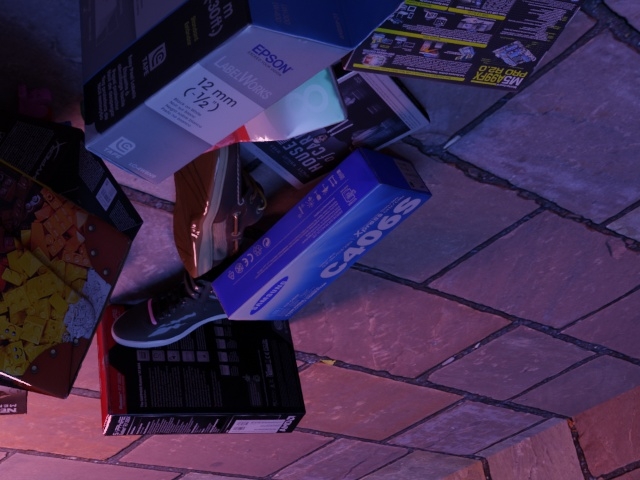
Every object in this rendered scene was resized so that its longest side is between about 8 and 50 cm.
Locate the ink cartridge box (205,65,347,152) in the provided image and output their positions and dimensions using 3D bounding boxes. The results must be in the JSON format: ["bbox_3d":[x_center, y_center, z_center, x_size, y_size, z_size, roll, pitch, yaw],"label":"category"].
[{"bbox_3d":[-0.099,-0.205,1.147,0.224,0.056,0.181,-18,115,8],"label":"ink cartridge box"}]

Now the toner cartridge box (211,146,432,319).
[{"bbox_3d":[0.000,0.000,1.465,0.348,0.075,0.165,-42,153,25],"label":"toner cartridge box"}]

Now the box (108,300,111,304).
[{"bbox_3d":[-0.510,0.093,1.494,0.201,0.057,0.293,-30,153,13],"label":"box"}]

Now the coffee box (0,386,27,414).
[{"bbox_3d":[-0.686,0.239,1.672,0.297,0.119,0.168,1,145,-18],"label":"coffee box"}]

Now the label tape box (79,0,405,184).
[{"bbox_3d":[-0.099,-0.253,0.961,0.347,0.249,0.115,-31,141,28],"label":"label tape box"}]

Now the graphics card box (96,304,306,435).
[{"bbox_3d":[-0.226,0.242,1.715,0.371,0.233,0.094,3,141,-23],"label":"graphics card box"}]

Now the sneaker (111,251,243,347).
[{"bbox_3d":[-0.240,0.092,1.607,0.295,0.105,0.147,-17,146,-2],"label":"sneaker"}]

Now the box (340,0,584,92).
[{"bbox_3d":[0.183,-0.294,1.166,0.270,0.060,0.216,3,146,-21],"label":"box"}]

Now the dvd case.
[{"bbox_3d":[0.016,-0.170,1.337,0.238,0.030,0.179,-26,144,22],"label":"dvd case"}]

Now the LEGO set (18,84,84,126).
[{"bbox_3d":[-0.289,-0.170,1.187,0.227,0.087,0.093,-10,148,-4],"label":"LEGO set"}]

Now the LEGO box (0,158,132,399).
[{"bbox_3d":[-0.517,0.002,1.013,0.500,0.193,0.372,-1,153,45],"label":"LEGO box"}]

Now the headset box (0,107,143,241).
[{"bbox_3d":[-0.408,-0.072,1.183,0.293,0.110,0.218,16,155,20],"label":"headset box"}]

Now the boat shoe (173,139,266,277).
[{"bbox_3d":[-0.145,-0.069,1.380,0.123,0.123,0.342,-18,149,-23],"label":"boat shoe"}]
